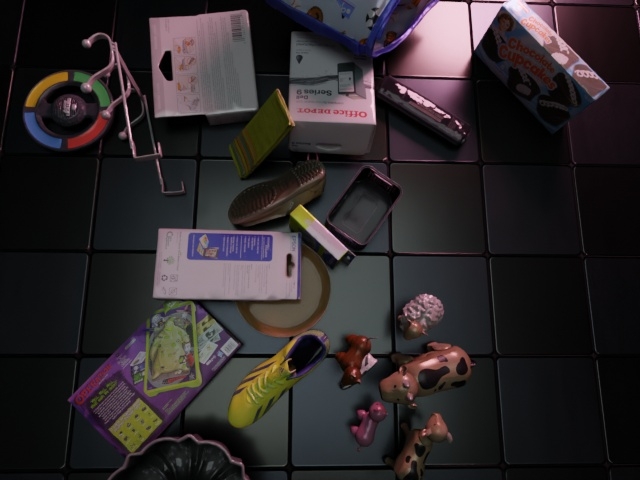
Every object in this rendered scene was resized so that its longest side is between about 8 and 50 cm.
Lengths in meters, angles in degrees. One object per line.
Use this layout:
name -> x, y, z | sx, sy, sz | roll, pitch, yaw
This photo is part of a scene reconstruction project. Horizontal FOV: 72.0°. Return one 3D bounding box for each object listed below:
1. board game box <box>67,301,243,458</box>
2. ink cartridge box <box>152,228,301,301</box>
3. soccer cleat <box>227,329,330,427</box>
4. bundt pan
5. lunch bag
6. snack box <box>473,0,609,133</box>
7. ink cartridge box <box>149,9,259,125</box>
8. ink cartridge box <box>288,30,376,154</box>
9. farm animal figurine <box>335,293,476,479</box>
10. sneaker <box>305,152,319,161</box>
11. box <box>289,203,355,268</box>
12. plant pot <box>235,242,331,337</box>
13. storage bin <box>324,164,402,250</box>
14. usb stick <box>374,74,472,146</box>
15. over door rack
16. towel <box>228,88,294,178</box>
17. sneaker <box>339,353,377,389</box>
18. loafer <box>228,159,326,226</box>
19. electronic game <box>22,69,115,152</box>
board game box -> -0.374, 0.302, 1.019 | 0.208, 0.056, 0.347 | 43, 80, 2
ink cartridge box -> -0.211, 0.061, 1.029 | 0.333, 0.065, 0.165 | 2, 77, -3
soccer cleat -> -0.099, 0.306, 0.991 | 0.289, 0.121, 0.093 | -41, 83, -9
bundt pan -> -0.287, 0.571, 0.928 | 0.331, 0.124, 0.331 | 1, 78, -3
lunch bag -> 0.098, -0.639, 1.062 | 0.328, 0.239, 0.385 | 35, 72, 14
snack box -> 0.556, -0.446, 1.140 | 0.060, 0.187, 0.322 | -38, 82, -9
ink cartridge box -> -0.305, -0.453, 1.165 | 0.261, 0.066, 0.296 | -6, 78, -4
ink cartridge box -> 0.026, -0.371, 1.108 | 0.211, 0.121, 0.289 | 1, 66, -3
farm animal figurine -> 0.202, 0.327, 0.956 | 0.327, 0.172, 0.330 | -30, 93, -15
sneaker -> -0.019, -0.237, 1.139 | 0.047, 0.057, 0.119 | -1, 77, 0
box -> 0.000, 0.000, 1.064 | 0.178, 0.109, 0.042 | 44, 76, 6
plant pot -> -0.092, 0.116, 1.076 | 0.236, 0.032, 0.236 | 0, 79, -2
storage bin -> 0.105, -0.079, 1.098 | 0.122, 0.084, 0.180 | 35, 80, 4
usb stick -> 0.273, -0.348, 1.181 | 0.278, 0.045, 0.077 | 33, 72, 4
over door rack -> -0.447, -0.273, 1.033 | 0.108, 0.239, 0.324 | -24, 80, -9
towel -> -0.150, -0.250, 1.064 | 0.021, 0.237, 0.102 | -16, 77, -44
sneaker -> 0.083, 0.309, 1.045 | 0.109, 0.040, 0.044 | -40, 72, -15
loafer -> -0.100, -0.099, 1.089 | 0.268, 0.092, 0.102 | -24, 51, 7
electronic game -> -0.648, -0.334, 1.135 | 0.229, 0.048, 0.229 | 1, 78, -3
